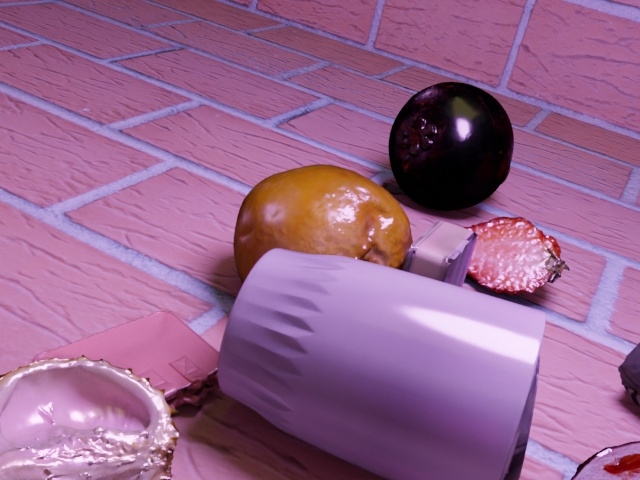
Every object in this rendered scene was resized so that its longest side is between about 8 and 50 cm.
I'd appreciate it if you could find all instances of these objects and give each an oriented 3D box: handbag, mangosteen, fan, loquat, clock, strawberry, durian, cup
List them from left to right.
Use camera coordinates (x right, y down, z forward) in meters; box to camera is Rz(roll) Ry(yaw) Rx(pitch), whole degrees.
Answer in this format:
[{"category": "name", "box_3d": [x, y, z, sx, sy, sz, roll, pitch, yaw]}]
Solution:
[{"category": "durian", "box_3d": [-0.262, 0.222, 0.748, 0.250, 0.138, 0.183, -10, 38, -41]}, {"category": "handbag", "box_3d": [-0.239, 0.174, 0.942, 0.157, 0.059, 0.212, 31, 33, 33]}, {"category": "loquat", "box_3d": [0.000, 0.000, 1.181, 0.276, 0.276, 0.284, 0, 27, -25]}, {"category": "cup", "box_3d": [0.082, 0.155, 0.914, 0.372, 0.253, 0.253, 19, 27, 13]}, {"category": "fan", "box_3d": [0.182, -0.118, 1.759, 0.083, 0.004, 0.056, 23, 28, 19]}, {"category": "clock", "box_3d": [0.174, 0.079, 1.169, 0.071, 0.192, 0.147, 22, 29, 20]}, {"category": "mangosteen", "box_3d": [0.311, -0.202, 1.688, 0.313, 0.297, 0.297, 27, 20, -24]}, {"category": "strawberry", "box_3d": [0.355, 0.041, 1.443, 0.236, 0.106, 0.175, 30, 68, 31]}]

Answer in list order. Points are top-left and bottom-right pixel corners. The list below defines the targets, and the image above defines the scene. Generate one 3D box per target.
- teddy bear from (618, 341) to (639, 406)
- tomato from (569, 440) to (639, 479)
[{"category": "teddy bear", "box_3d": [0.552, 0.246, 1.111, 0.171, 0.144, 0.251, -26, 52, -1]}, {"category": "tomato", "box_3d": [0.370, 0.328, 0.815, 0.214, 0.155, 0.181, -23, 9, -42]}]
